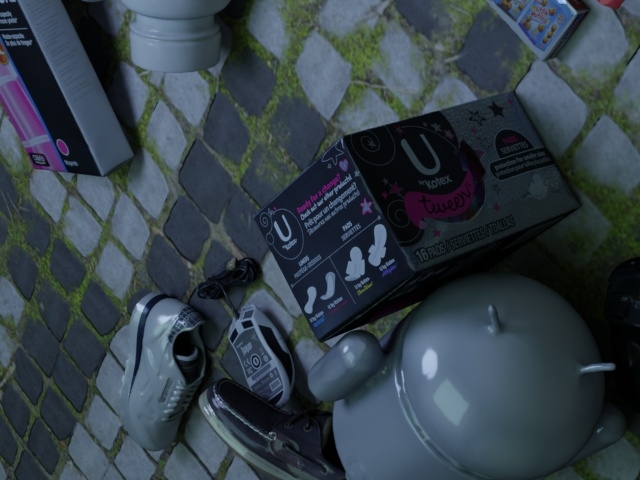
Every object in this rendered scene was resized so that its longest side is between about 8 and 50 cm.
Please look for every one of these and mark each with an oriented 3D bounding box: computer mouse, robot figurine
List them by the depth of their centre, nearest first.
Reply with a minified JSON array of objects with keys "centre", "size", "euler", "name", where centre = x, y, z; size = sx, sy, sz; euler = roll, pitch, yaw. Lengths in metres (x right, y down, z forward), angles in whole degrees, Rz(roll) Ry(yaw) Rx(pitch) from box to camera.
[{"centre":[0.140,0.156,1.353],"size":[0.353,0.300,0.200],"euler":[130,150,-57],"name":"robot figurine"},{"centre":[-0.079,0.116,1.710],"size":[0.106,0.042,0.193],"euler":[-38,72,42],"name":"computer mouse"}]

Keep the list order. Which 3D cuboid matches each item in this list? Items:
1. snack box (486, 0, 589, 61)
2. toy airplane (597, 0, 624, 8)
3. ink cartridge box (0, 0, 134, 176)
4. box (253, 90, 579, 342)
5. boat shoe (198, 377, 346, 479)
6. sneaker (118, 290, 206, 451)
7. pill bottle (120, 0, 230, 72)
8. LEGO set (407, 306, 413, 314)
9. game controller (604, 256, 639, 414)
[{"centre":[0.172,-0.252,1.313],"size":[0.178,0.022,0.064],"euler":[51,134,18],"name":"snack box"},{"centre":[0.298,-0.252,1.176],"size":[0.151,0.028,0.151],"euler":[2,93,38],"name":"toy airplane"},{"centre":[-0.373,-0.255,1.765],"size":[0.176,0.069,0.371],"euler":[9,127,49],"name":"ink cartridge box"},{"centre":[0.092,-0.029,1.317],"size":[0.163,0.247,0.142],"euler":[-40,76,46],"name":"box"},{"centre":[-0.009,0.240,1.626],"size":[0.285,0.103,0.092],"euler":[36,113,9],"name":"boat shoe"},{"centre":[-0.200,0.185,1.833],"size":[0.095,0.090,0.235],"euler":[21,122,28],"name":"sneaker"},{"centre":[-0.161,-0.310,1.553],"size":[0.131,0.131,0.229],"euler":[24,122,38],"name":"pill bottle"},{"centre":[0.115,0.056,1.501],"size":[0.054,0.023,0.083],"euler":[55,149,18],"name":"LEGO set"},{"centre":[0.390,0.111,1.219],"size":[0.319,0.067,0.166],"euler":[12,129,43],"name":"game controller"}]
